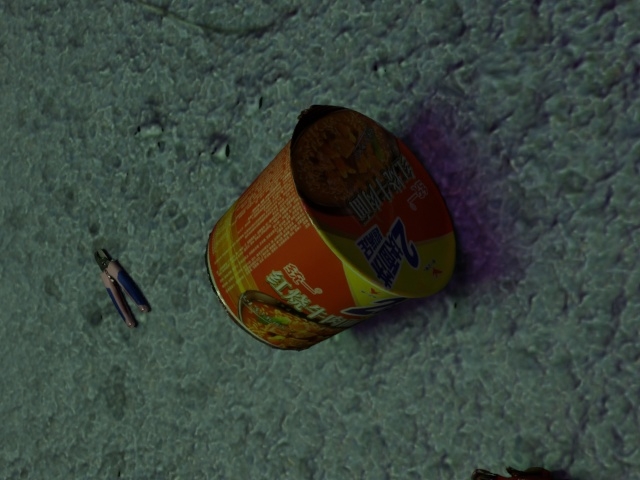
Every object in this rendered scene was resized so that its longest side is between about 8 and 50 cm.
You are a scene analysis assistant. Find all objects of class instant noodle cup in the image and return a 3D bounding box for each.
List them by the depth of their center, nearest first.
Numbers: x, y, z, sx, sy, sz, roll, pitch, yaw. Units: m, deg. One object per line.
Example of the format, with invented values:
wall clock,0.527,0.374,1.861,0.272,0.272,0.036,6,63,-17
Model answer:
instant noodle cup,0.000,0.000,1.144,0.174,0.213,0.213,-37,67,37

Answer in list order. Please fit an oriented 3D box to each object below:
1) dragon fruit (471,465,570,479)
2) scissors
dragon fruit,0.200,0.259,1.063,0.126,0.068,0.112,13,106,23
scissors,-0.246,0.054,1.418,0.039,0.012,0.113,-47,63,23
